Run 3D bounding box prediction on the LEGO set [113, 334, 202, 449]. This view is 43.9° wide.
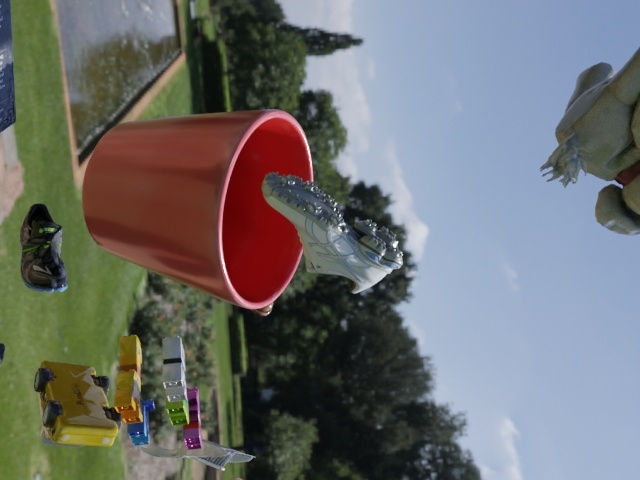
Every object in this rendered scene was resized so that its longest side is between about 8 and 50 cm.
[{"bbox_3d":[-0.186,0.159,0.888,0.227,0.086,0.093,96,-13,-59],"label":"LEGO set"}]

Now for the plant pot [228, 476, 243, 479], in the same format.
[{"bbox_3d":[-0.202,0.679,1.792,0.203,0.290,0.291,49,-19,20],"label":"plant pot"}]

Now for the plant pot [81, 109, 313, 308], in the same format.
[{"bbox_3d":[-0.172,-0.055,1.099,0.275,0.243,0.275,9,90,-68],"label":"plant pot"}]

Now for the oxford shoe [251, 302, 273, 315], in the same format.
[{"bbox_3d":[-0.128,0.036,1.484,0.076,0.076,0.212,-30,-108,39],"label":"oxford shoe"}]

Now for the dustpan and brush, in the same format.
[{"bbox_3d":[-0.249,0.411,1.538,0.147,0.211,0.060,55,51,-67],"label":"dustpan and brush"}]

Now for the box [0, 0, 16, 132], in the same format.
[{"bbox_3d":[-0.349,-0.187,0.653,0.108,0.153,0.207,-55,163,-50],"label":"box"}]

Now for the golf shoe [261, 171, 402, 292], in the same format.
[{"bbox_3d":[0.000,0.000,0.828,0.086,0.176,0.069,-48,-157,24],"label":"golf shoe"}]

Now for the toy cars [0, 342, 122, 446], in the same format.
[{"bbox_3d":[-0.437,0.204,1.131,0.176,0.393,0.087,-8,120,-69],"label":"toy cars"}]

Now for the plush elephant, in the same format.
[{"bbox_3d":[0.539,-0.152,1.319,0.330,0.255,0.272,-53,-172,-22],"label":"plush elephant"}]

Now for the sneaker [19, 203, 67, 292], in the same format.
[{"bbox_3d":[-0.449,0.012,1.277,0.188,0.067,0.078,61,-40,40],"label":"sneaker"}]
